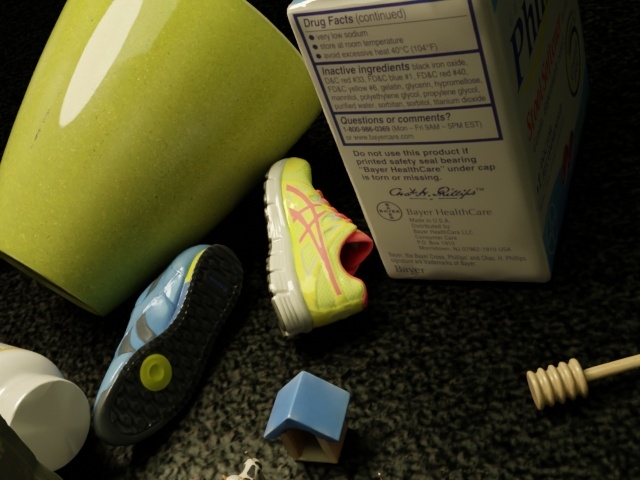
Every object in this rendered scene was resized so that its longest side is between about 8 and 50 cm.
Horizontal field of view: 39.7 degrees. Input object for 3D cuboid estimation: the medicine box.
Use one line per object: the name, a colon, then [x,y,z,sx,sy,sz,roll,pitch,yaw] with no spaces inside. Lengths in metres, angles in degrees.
medicine box: [0.123,-0.154,0.749,0.149,0.289,0.263,1,46,26]

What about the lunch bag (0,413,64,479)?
lunch bag: [-0.343,0.258,0.616,0.287,0.169,0.235,-11,40,22]

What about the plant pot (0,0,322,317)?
plant pot: [-0.190,-0.084,0.870,0.275,0.275,0.293,20,71,39]

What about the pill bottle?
pill bottle: [-0.278,0.138,0.745,0.184,0.103,0.103,6,47,40]

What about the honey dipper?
honey dipper: [0.231,0.087,0.642,0.161,0.030,0.030,-17,41,3]

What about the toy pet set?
toy pet set: [-0.009,0.160,0.643,0.122,0.065,0.114,-2,45,22]

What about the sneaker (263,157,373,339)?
sneaker: [0.000,0.000,0.813,0.094,0.081,0.208,-11,48,4]

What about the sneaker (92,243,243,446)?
sneaker: [-0.144,0.092,0.789,0.082,0.069,0.209,-12,40,43]
